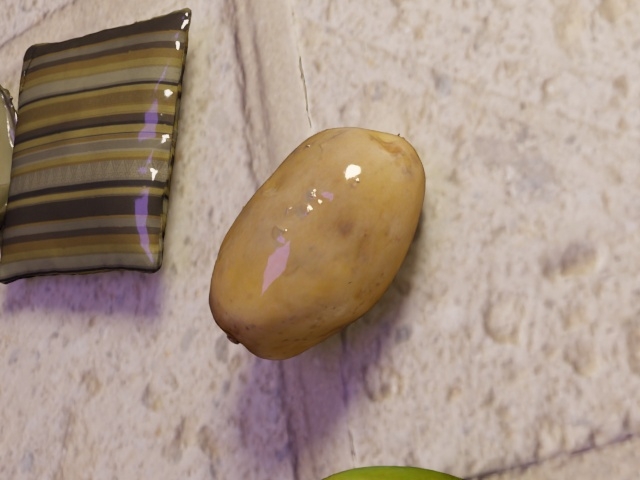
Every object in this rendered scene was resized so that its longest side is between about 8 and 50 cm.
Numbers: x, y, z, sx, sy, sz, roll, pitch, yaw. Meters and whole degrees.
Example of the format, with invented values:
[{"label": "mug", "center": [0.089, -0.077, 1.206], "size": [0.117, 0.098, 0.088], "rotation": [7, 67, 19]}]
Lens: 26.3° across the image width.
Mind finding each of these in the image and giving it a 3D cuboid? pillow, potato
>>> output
[{"label": "pillow", "center": [-0.186, -0.071, 1.111], "size": [0.208, 0.052, 0.212], "rotation": [-3, 76, 41]}, {"label": "potato", "center": [0.000, 0.000, 0.907], "size": [0.109, 0.118, 0.178], "rotation": [36, 91, 3]}]

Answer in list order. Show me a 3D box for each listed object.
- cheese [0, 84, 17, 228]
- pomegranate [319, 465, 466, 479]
[{"label": "cheese", "center": [-0.360, -0.051, 1.227], "size": [0.202, 0.091, 0.175], "rotation": [-18, 68, 36]}, {"label": "pomegranate", "center": [0.061, 0.237, 0.761], "size": [0.159, 0.190, 0.241], "rotation": [-23, 63, 7]}]
